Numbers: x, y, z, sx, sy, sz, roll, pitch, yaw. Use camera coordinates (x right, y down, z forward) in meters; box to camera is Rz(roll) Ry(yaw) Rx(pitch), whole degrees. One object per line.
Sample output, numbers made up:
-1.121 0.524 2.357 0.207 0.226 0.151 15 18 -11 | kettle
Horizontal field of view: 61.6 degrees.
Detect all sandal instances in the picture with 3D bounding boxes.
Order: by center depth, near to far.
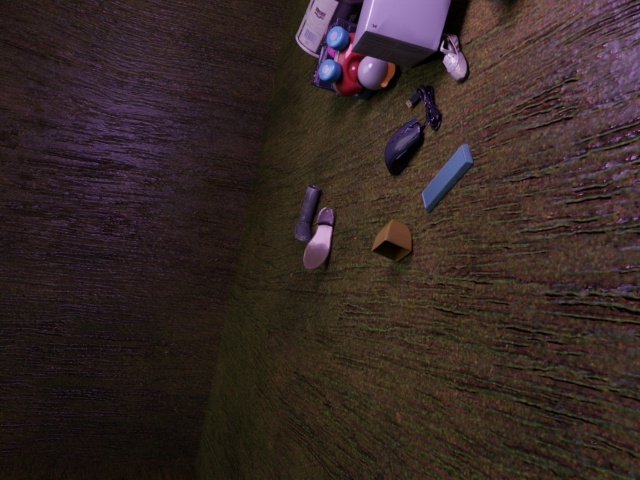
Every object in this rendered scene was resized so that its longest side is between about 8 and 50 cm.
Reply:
0.006 0.002 1.983 0.079 0.088 0.239 55 -130 -74 | sandal

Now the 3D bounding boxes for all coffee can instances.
0.038 -0.921 2.214 0.275 0.202 0.201 124 151 -46 | coffee can

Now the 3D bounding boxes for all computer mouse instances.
0.239 -0.321 1.528 0.262 0.060 0.183 129 147 -50 | computer mouse

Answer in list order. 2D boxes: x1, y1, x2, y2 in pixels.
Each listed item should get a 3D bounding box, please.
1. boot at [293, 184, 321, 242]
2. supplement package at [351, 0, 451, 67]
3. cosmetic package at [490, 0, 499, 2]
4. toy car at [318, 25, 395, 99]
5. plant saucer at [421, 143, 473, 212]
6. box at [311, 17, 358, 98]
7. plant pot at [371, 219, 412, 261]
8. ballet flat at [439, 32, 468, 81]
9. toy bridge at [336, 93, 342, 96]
-0.044 -0.109 2.173 0.208 0.076 0.189 -65 25 15 | boot
0.219 -0.618 1.481 0.262 0.198 0.199 -119 43 -80 | supplement package
0.387 -0.768 1.213 0.284 0.098 0.377 106 167 -49 | cosmetic package
0.162 -0.577 1.767 0.238 0.219 0.210 17 95 41 | toy car
0.305 -0.151 1.314 0.192 0.018 0.067 123 152 -47 | plant saucer
0.085 -0.675 2.001 0.142 0.164 0.247 -121 47 -67 | box
0.196 -0.006 1.439 0.081 0.081 0.083 -46 25 55 | plant pot
0.332 -0.469 1.373 0.057 0.053 0.168 125 150 -46 | ballet flat
0.070 -0.665 2.181 0.026 0.063 0.188 133 145 -55 | toy bridge
